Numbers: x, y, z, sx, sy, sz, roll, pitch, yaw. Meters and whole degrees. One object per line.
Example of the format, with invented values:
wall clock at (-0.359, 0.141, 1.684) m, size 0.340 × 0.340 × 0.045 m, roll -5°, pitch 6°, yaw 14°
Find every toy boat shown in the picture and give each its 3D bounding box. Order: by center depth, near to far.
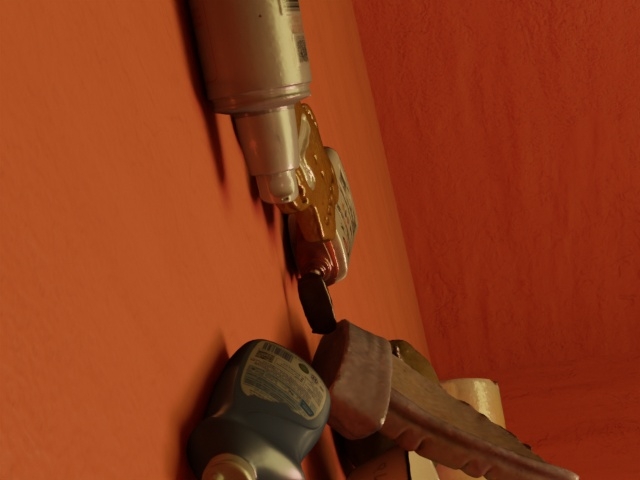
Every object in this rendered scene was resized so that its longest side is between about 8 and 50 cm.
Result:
toy boat at (0.102, 0.190, 1.097) m, size 0.111 × 0.293 × 0.276 m, roll -61°, pitch -159°, yaw 5°

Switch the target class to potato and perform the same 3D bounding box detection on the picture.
potato at (0.096, 0.234, 1.320) m, size 0.174 × 0.159 × 0.251 m, roll 54°, pitch -25°, yaw 41°

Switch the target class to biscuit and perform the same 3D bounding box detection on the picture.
biscuit at (-0.035, -0.114, 1.052) m, size 0.184 × 0.035 × 0.249 m, roll -81°, pitch 149°, yaw -52°

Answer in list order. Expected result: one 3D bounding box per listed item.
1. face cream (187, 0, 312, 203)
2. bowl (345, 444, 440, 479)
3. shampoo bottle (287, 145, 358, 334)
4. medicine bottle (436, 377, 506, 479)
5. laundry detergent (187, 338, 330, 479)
face cream at (-0.060, -0.158, 0.874) m, size 0.101 × 0.101 × 0.251 m, roll -57°, pitch 138°, yaw -77°
bowl at (0.087, 0.361, 1.129) m, size 0.238 × 0.126 × 0.237 m, roll -18°, pitch 90°, yaw -76°
shampoo bottle at (0.000, 0.000, 1.205) m, size 0.284 × 0.071 × 0.153 m, roll -79°, pitch 155°, yaw -59°
medicine bottle at (0.280, 0.503, 1.949) m, size 0.235 × 0.236 × 0.406 m, roll 61°, pitch 21°, yaw -66°
laundry detergent at (-0.047, 0.142, 0.719) m, size 0.096 × 0.061 × 0.206 m, roll 48°, pitch 15°, yaw -4°
